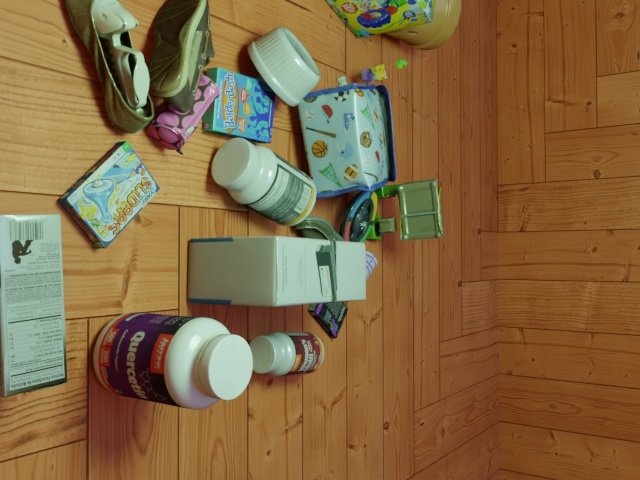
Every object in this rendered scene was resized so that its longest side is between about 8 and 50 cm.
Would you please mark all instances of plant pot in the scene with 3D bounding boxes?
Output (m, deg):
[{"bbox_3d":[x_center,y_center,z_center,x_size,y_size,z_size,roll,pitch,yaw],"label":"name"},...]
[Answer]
[{"bbox_3d":[0.333,-0.845,2.306,0.203,0.290,0.291,-12,100,-37],"label":"plant pot"}]

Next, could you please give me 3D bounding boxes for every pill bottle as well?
[{"bbox_3d":[-0.096,0.316,1.770,0.221,0.121,0.121,12,80,-55],"label":"pill bottle"},{"bbox_3d":[-0.302,0.244,1.302,0.181,0.322,0.182,3,86,-55],"label":"pill bottle"},{"bbox_3d":[-0.147,-0.153,1.676,0.278,0.162,0.162,29,66,-50],"label":"pill bottle"}]

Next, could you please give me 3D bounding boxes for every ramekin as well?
[{"bbox_3d":[-0.091,-0.480,1.725,0.207,0.109,0.207,48,20,-23],"label":"ramekin"}]

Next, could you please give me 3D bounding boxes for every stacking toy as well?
[{"bbox_3d":[0.178,-0.558,2.142,0.221,0.166,0.052,-32,110,-51],"label":"stacking toy"}]

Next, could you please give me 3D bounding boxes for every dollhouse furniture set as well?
[{"bbox_3d":[0.314,-0.104,2.209,0.151,0.301,0.198,-9,94,-52],"label":"dollhouse furniture set"}]

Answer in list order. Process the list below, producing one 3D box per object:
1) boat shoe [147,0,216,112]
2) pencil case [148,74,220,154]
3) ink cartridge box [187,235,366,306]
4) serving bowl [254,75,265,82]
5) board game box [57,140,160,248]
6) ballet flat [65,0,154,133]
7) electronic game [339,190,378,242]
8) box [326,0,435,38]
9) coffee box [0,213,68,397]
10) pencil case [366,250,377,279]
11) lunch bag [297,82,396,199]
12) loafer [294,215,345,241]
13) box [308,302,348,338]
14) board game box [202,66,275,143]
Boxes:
[{"bbox_3d":[-0.309,-0.447,1.472,0.123,0.123,0.342,51,34,-54],"label":"boat shoe"},{"bbox_3d":[-0.313,-0.306,1.495,0.095,0.098,0.209,54,47,-39],"label":"pencil case"},{"bbox_3d":[-0.100,0.079,1.628,0.394,0.285,0.166,5,85,-55],"label":"ink cartridge box"},{"bbox_3d":[-0.169,-0.413,1.760,0.083,0.027,0.084,-8,101,-47],"label":"serving bowl"},{"bbox_3d":[-0.445,-0.099,1.355,0.201,0.035,0.136,-59,134,-37],"label":"board game box"},{"bbox_3d":[-0.422,-0.394,1.318,0.116,0.124,0.343,-32,114,-50],"label":"ballet flat"},{"bbox_3d":[0.129,-0.067,2.107,0.229,0.048,0.229,-45,148,-39],"label":"electronic game"},{"bbox_3d":[0.188,-0.835,2.058,0.279,0.289,0.177,33,64,-49],"label":"box"},{"bbox_3d":[-0.541,0.105,1.099,0.118,0.168,0.297,-4,94,-55],"label":"coffee box"},{"bbox_3d":[0.116,0.113,2.114,0.088,0.086,0.206,43,45,-5],"label":"pencil case"},{"bbox_3d":[0.109,-0.321,1.996,0.385,0.238,0.328,-29,114,-68],"label":"lunch bag"},{"bbox_3d":[0.000,0.000,1.938,0.251,0.094,0.088,35,57,-49],"label":"loafer"},{"bbox_3d":[0.027,0.223,2.030,0.162,0.029,0.116,54,49,-38],"label":"box"},{"bbox_3d":[-0.210,-0.349,1.662,0.210,0.047,0.160,3,93,-49],"label":"board game box"}]
